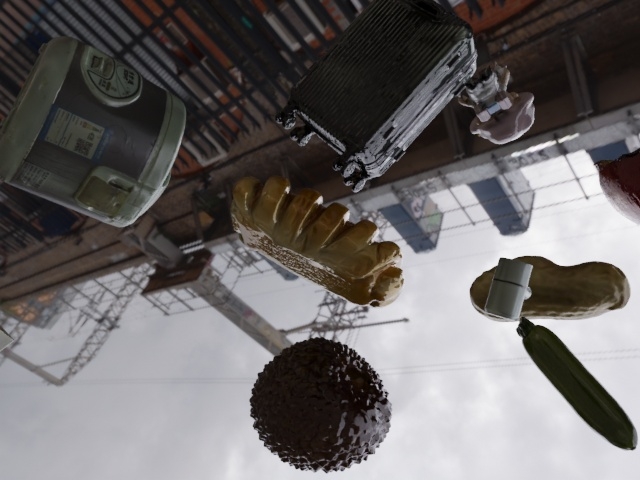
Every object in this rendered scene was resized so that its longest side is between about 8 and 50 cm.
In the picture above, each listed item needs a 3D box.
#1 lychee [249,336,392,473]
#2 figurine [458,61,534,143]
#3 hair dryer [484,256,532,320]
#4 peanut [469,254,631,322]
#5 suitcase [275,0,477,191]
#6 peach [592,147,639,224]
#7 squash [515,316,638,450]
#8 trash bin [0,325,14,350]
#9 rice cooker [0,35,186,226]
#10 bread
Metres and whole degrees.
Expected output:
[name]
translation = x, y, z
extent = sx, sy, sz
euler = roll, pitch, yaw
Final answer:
[lychee]
translation = -0.007, 0.328, 1.043
extent = 0.267, 0.267, 0.267
euler = -31, -148, 22
[figurine]
translation = 0.362, -0.267, 1.082
extent = 0.137, 0.229, 0.112
euler = -35, -128, 19
[hair dryer]
translation = 0.284, 0.076, 0.781
extent = 0.047, 0.137, 0.082
euler = 15, -93, 32
[peanut]
translation = 0.482, 0.099, 1.144
extent = 0.319, 0.147, 0.147
euler = -7, -136, 27
[suitcase]
translation = 0.095, -0.254, 0.882
extent = 0.202, 0.128, 0.312
euler = 42, -88, 25
[peach]
translation = 0.720, -0.110, 1.100
extent = 0.258, 0.201, 0.361
euler = -19, 177, 0
[squash]
translation = 0.422, 0.235, 0.893
extent = 0.069, 0.069, 0.258
euler = -40, -119, 8
[trash bin]
translation = -0.434, 0.129, 0.643
extent = 0.061, 0.043, 0.092
euler = 35, -115, 22
[rice cooker]
translation = -0.392, -0.179, 0.935
extent = 0.288, 0.277, 0.288
euler = -33, -137, 38
[bread]
translation = 0.000, 0.000, 0.879
extent = 0.121, 0.311, 0.173
euler = -59, 174, -24
